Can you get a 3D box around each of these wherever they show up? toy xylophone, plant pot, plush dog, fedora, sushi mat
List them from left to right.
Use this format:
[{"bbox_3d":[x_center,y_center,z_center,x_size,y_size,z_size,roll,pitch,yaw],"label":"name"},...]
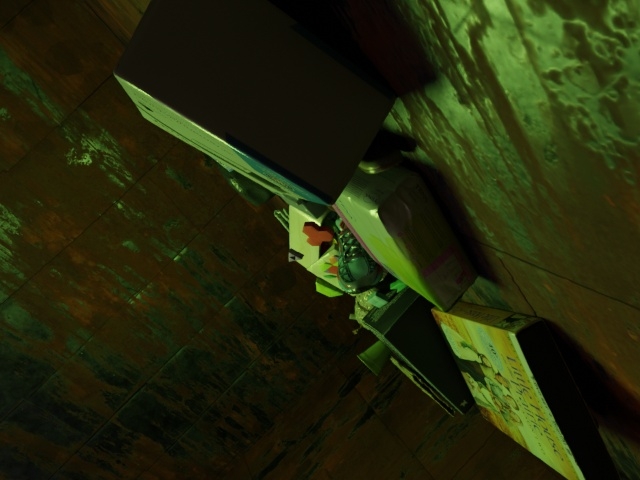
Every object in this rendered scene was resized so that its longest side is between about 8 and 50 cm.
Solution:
[{"bbox_3d":[-0.266,-0.244,1.821,0.334,0.152,0.334,45,174,6],"label":"fedora"},{"bbox_3d":[0.000,0.000,1.405,0.236,0.081,0.323,40,147,19],"label":"toy xylophone"},{"bbox_3d":[0.197,0.238,1.910,0.262,0.210,0.226,39,148,47],"label":"plush dog"},{"bbox_3d":[0.161,0.331,1.406,0.083,0.079,0.083,44,175,5],"label":"plant pot"},{"bbox_3d":[0.283,0.408,1.403,0.151,0.019,0.316,42,175,2],"label":"sushi mat"}]

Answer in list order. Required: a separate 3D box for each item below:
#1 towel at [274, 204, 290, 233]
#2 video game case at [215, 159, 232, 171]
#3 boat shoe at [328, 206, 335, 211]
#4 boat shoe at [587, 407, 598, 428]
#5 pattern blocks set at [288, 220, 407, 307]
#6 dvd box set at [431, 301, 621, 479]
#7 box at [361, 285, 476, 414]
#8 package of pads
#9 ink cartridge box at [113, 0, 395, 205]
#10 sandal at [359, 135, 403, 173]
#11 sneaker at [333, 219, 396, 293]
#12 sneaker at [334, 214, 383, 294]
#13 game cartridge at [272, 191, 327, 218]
[{"bbox_3d":[-0.003,-0.016,1.724,0.284,0.121,0.235,48,-175,35],"label":"towel"},{"bbox_3d":[-0.293,-0.320,1.377,0.244,0.061,0.269,40,155,-19],"label":"video game case"},{"bbox_3d":[0.012,-0.143,1.007,0.207,0.073,0.073,65,-161,-56],"label":"boat shoe"},{"bbox_3d":[0.477,0.305,0.965,0.170,0.063,0.059,52,153,18],"label":"boat shoe"},{"bbox_3d":[0.070,0.081,1.311,0.324,0.026,0.285,21,142,-8],"label":"pattern blocks set"},{"bbox_3d":[0.379,0.281,0.995,0.308,0.062,0.420,64,174,-1],"label":"dvd box set"},{"bbox_3d":[0.300,0.279,1.357,0.296,0.183,0.294,44,176,-3],"label":"box"},{"bbox_3d":[0.132,-0.021,0.861,0.296,0.101,0.229,49,173,-37],"label":"package of pads"},{"bbox_3d":[-0.113,-0.199,0.727,0.285,0.166,0.395,30,179,-18],"label":"ink cartridge box"},{"bbox_3d":[0.059,-0.141,0.738,0.180,0.072,0.049,32,150,60],"label":"sandal"},{"bbox_3d":[0.131,0.057,1.479,0.270,0.090,0.145,47,176,18],"label":"sneaker"},{"bbox_3d":[0.065,0.003,1.081,0.262,0.104,0.125,-92,-22,-50],"label":"sneaker"},{"bbox_3d":[-0.149,-0.198,1.157,0.355,0.068,0.230,45,170,-25],"label":"game cartridge"}]
